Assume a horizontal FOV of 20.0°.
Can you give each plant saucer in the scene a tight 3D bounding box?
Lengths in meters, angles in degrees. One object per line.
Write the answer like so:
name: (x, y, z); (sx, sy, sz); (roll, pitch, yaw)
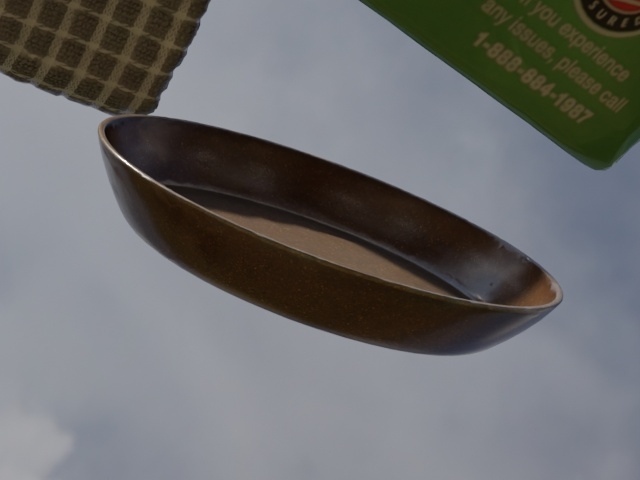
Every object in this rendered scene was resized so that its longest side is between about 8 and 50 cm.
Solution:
plant saucer: (0.000, 0.000, 0.622); (0.168, 0.168, 0.029); (22, -78, 11)

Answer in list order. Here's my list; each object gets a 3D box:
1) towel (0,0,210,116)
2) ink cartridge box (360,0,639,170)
towel: (-0.143, -0.226, 0.951); (0.235, 0.121, 0.284); (20, -72, -20)
ink cartridge box: (0.081, -0.179, 0.387); (0.278, 0.117, 0.201); (-45, -47, 16)
